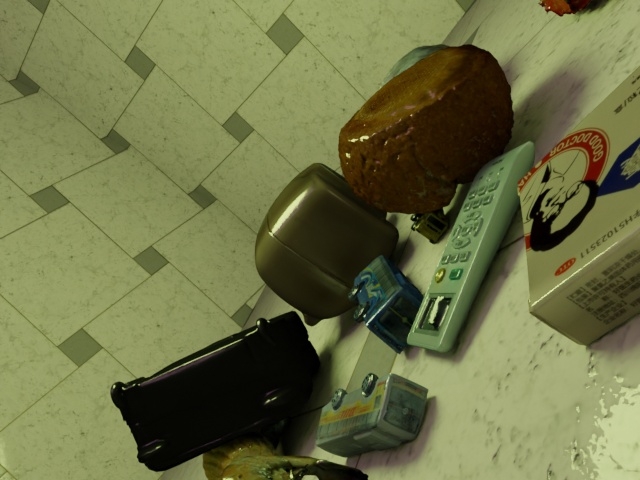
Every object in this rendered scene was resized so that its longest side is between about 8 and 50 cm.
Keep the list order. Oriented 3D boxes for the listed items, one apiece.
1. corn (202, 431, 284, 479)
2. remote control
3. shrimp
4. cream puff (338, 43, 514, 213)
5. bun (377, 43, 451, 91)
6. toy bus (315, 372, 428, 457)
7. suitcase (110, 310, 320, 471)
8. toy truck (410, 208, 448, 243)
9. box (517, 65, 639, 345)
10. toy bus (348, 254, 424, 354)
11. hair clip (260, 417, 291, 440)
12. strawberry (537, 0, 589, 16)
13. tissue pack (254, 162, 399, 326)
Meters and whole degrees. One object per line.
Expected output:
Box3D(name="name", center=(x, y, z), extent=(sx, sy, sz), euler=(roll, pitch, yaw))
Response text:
Box3D(name="corn", center=(-0.149, 0.424, 0.986), extent=(0.124, 0.122, 0.305), euler=(-20, -6, -24))
Box3D(name="remote control", center=(0.199, 0.009, 0.670), extent=(0.293, 0.051, 0.103), euler=(-62, 7, -11))
Box3D(name="shrimp", center=(-0.005, 0.276, 0.559), extent=(0.150, 0.217, 0.051), euler=(1, -82, -56))
Box3D(name="cream puff", center=(0.177, -0.168, 0.862), extent=(0.303, 0.212, 0.303), euler=(-30, 27, 17))
Box3D(name="bun", center=(0.208, -0.273, 1.184), extent=(0.361, 0.211, 0.362), euler=(-58, 8, 13))
Box3D(name="toy bus", center=(0.056, 0.221, 0.650), extent=(0.190, 0.064, 0.075), euler=(-47, 18, 54))
Box3D(name="suitcase", center=(-0.184, 0.272, 1.025), extent=(0.346, 0.188, 0.339), euler=(-26, -2, 4))
Box3D(name="toy truck", center=(0.191, -0.034, 0.905), extent=(0.054, 0.049, 0.083), euler=(-53, 7, 22))
Box3D(name="box", center=(0.300, -0.096, 0.393), extent=(0.353, 0.069, 0.214), euler=(-54, 8, 38))
Box3D(name="toy bus", center=(0.104, 0.090, 0.826), extent=(0.094, 0.079, 0.236), euler=(-54, 8, 8))
Box3D(name="hair clip", center=(-0.089, 0.376, 1.051), extent=(0.066, 0.036, 0.229), euler=(-55, 0, -24))
Box3D(name="strawberry", center=(0.417, -0.497, 0.844), extent=(0.178, 0.233, 0.234), euler=(-34, 14, 16))
Box3D(name="tissue pack", center=(0.000, 0.000, 1.156), extent=(0.276, 0.267, 0.387), euler=(-52, 9, 11))
